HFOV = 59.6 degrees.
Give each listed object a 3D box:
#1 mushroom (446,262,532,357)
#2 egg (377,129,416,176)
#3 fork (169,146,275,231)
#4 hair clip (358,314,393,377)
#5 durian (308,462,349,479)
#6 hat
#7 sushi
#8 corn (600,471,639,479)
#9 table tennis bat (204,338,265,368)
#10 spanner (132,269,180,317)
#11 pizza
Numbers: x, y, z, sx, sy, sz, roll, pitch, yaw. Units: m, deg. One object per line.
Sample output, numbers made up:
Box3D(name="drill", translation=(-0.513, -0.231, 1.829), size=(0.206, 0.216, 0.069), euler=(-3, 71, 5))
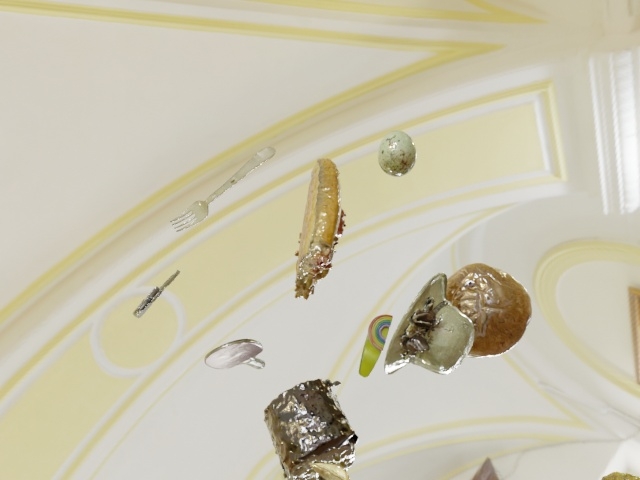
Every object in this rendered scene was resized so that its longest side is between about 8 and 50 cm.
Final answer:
Box3D(name="mushroom", translation=(0.457, 0.196, 1.587), size=(0.278, 0.278, 0.146), euler=(-57, -22, -9))
Box3D(name="egg", translation=(0.166, -0.190, 1.214), size=(0.085, 0.085, 0.110), euler=(36, -138, -42))
Box3D(name="fork", translation=(-0.164, -0.090, 0.954), size=(0.219, 0.034, 0.028), euler=(-38, -17, 7))
Box3D(name="hair clip", translation=(0.148, 0.291, 1.562), size=(0.060, 0.033, 0.189), euler=(21, -100, 1))
Box3D(name="durian", translation=(0.025, 0.671, 1.601), size=(0.066, 0.130, 0.052), euler=(20, -92, -67))
Box3D(name="hat", translation=(0.260, 0.210, 1.212), size=(0.257, 0.130, 0.257), euler=(-42, -33, -35))
Box3D(name="sushi", translation=(-0.033, 0.668, 1.944), size=(0.281, 0.294, 0.300), euler=(-4, -46, -26))
Box3D(name="corn", translation=(0.512, 0.406, 0.788), size=(0.080, 0.231, 0.080), euler=(-57, -8, -12))
Box3D(name="table tennis bat", translation=(-0.204, 0.300, 1.437), size=(0.138, 0.022, 0.246), euler=(-27, -28, 7))
Box3D(name="spanner", translation=(-0.440, 0.137, 1.537), size=(0.026, 0.325, 0.093), euler=(41, -80, -6))
Box3D(name="pizza", translation=(0.000, 0.000, 1.612), size=(0.130, 0.440, 0.406), euler=(9, -52, -4))
